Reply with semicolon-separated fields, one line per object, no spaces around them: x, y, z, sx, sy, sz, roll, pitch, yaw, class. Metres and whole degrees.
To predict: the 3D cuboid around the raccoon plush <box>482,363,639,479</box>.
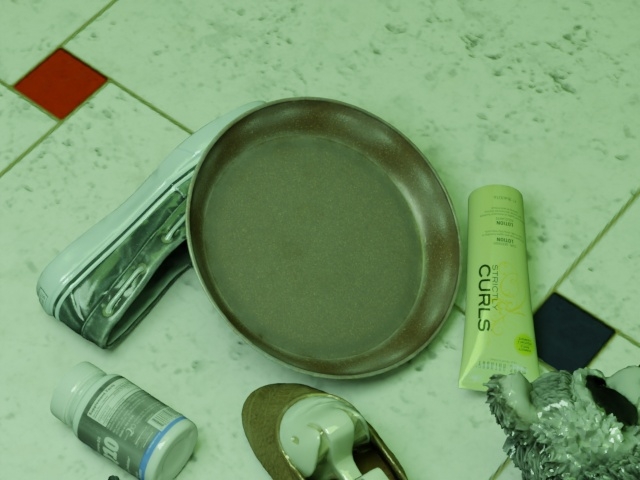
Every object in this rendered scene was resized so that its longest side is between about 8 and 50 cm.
0.222;0.309;1.558;0.299;0.216;0.446;25;59;26;raccoon plush

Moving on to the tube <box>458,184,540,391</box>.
0.190;0.055;1.816;0.070;0.062;0.240;-13;56;25;tube

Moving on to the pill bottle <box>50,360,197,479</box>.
-0.198;0.182;1.715;0.137;0.078;0.078;30;60;20;pill bottle

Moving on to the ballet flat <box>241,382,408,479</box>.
0.038;0.239;1.645;0.116;0.124;0.342;-27;59;-18;ballet flat

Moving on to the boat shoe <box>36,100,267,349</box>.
-0.147;-0.009;1.842;0.119;0.121;0.335;42;75;16;boat shoe

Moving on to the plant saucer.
0.000;0.000;1.799;0.310;0.050;0.311;8;69;-21;plant saucer

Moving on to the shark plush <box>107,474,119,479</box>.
-0.200;0.295;1.653;0.067;0.073;0.161;-27;59;18;shark plush
